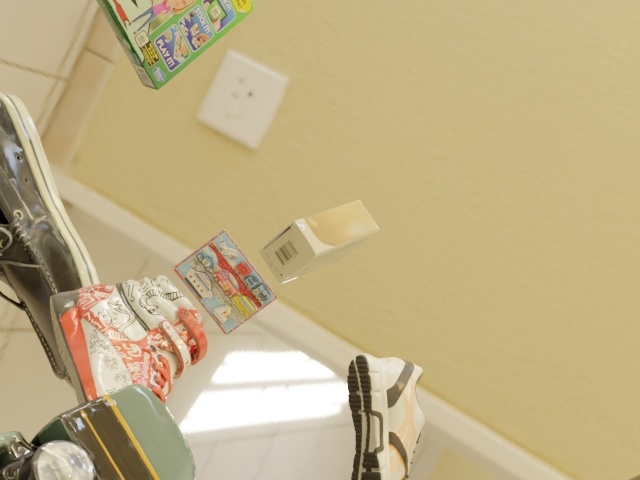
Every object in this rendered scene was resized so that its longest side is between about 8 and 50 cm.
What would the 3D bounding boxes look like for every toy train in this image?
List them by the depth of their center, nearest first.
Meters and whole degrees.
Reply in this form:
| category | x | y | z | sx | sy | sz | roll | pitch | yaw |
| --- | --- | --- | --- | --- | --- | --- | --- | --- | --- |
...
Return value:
| category | x | y | z | sx | sy | sz | roll | pitch | yaw |
| --- | --- | --- | --- | --- | --- | --- | --- | --- | --- |
| toy train | -0.248 | 0.245 | 0.996 | 0.190 | 0.142 | 0.334 | -19 | 160 | -48 |

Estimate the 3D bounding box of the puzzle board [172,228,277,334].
| category | x | y | z | sx | sy | sz | roll | pitch | yaw |
| --- | --- | --- | --- | --- | --- | --- | --- | --- | --- |
| puzzle board | -0.138 | 0.062 | 1.719 | 0.096 | 0.128 | 0.011 | -37 | -171 | 5 |

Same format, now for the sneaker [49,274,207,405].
| category | x | y | z | sx | sy | sz | roll | pitch | yaw |
| --- | --- | --- | --- | --- | --- | --- | --- | --- | --- |
| sneaker | -0.175 | 0.134 | 1.190 | 0.145 | 0.270 | 0.090 | -12 | 132 | -18 |

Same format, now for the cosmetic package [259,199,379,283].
| category | x | y | z | sx | sy | sz | roll | pitch | yaw |
| --- | --- | --- | --- | --- | --- | --- | --- | --- | --- |
| cosmetic package | 0.000 | 0.000 | 1.167 | 0.060 | 0.041 | 0.115 | -39 | 169 | 34 |

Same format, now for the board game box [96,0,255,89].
| category | x | y | z | sx | sy | sz | roll | pitch | yaw |
| --- | --- | --- | --- | --- | --- | --- | --- | --- | --- |
| board game box | -0.237 | -0.406 | 1.699 | 0.213 | 0.046 | 0.317 | -44 | 132 | -21 |

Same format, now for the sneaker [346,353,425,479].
| category | x | y | z | sx | sy | sz | roll | pitch | yaw |
| --- | --- | --- | --- | --- | --- | --- | --- | --- | --- |
| sneaker | 0.043 | 0.120 | 0.685 | 0.043 | 0.040 | 0.109 | 1 | 87 | -26 |

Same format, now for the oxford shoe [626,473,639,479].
| category | x | y | z | sx | sy | sz | roll | pitch | yaw |
| --- | --- | --- | --- | --- | --- | --- | --- | --- | --- |
| oxford shoe | 0.204 | 0.212 | 0.606 | 0.096 | 0.227 | 0.083 | -14 | 125 | 2 |

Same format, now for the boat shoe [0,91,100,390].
| category | x | y | z | sx | sy | sz | roll | pitch | yaw |
| --- | --- | --- | --- | --- | --- | --- | --- | --- | --- |
| boat shoe | -0.461 | 0.006 | 1.797 | 0.156 | 0.500 | 0.187 | -16 | 164 | -34 |
